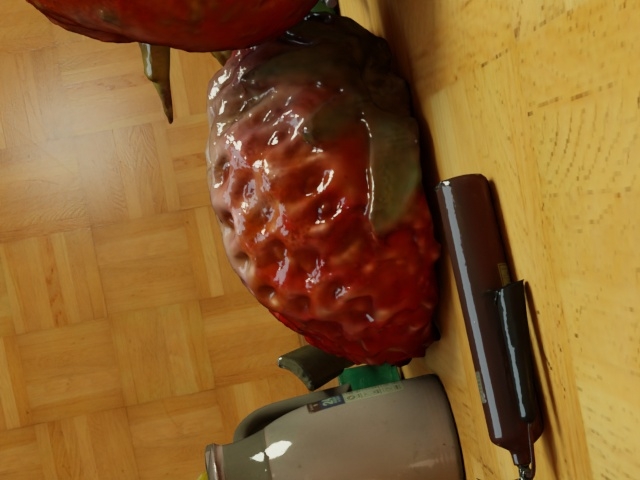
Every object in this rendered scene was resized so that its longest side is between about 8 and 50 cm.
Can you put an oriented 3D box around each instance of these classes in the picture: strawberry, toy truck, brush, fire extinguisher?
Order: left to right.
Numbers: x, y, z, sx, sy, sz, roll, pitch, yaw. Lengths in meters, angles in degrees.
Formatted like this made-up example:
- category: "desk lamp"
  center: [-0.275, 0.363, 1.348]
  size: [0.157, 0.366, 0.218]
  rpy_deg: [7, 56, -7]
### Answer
- category: "strawberry"
  center: [-0.005, -0.013, 0.843]
  size: [0.336, 0.149, 0.265]
  rpy_deg: [84, 172, -55]
- category: "brush"
  center: [0.017, 0.098, 1.003]
  size: [0.036, 0.043, 0.248]
  rpy_deg: [-65, -15, 9]
- category: "toy truck"
  center: [0.061, 0.192, 1.010]
  size: [0.147, 0.065, 0.079]
  rpy_deg: [-106, 6, -51]
- category: "fire extinguisher"
  center: [0.094, 0.049, 0.550]
  size: [0.049, 0.035, 0.173]
  rpy_deg: [-20, 79, 46]

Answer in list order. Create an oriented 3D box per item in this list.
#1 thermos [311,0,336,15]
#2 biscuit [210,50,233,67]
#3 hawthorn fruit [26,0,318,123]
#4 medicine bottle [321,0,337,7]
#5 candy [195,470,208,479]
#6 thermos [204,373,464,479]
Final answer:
- category: "thermos"
  center: [-0.016, -0.223, 1.015]
  size: [0.073, 0.083, 0.187]
  rpy_deg: [3, 105, 54]
- category: "biscuit"
  center: [-0.103, -0.248, 1.133]
  size: [0.283, 0.064, 0.432]
  rpy_deg: [-100, -14, -48]
- category: "hawthorn fruit"
  center: [-0.088, -0.240, 0.662]
  size: [0.261, 0.258, 0.258]
  rpy_deg: [-61, -2, -10]
- category: "medicine bottle"
  center: [-0.011, -0.256, 0.897]
  size: [0.057, 0.058, 0.199]
  rpy_deg: [85, 173, -50]
- category: "candy"
  center: [-0.023, 0.324, 1.161]
  size: [0.118, 0.260, 0.260]
  rpy_deg: [93, 167, -49]
- category: "thermos"
  center: [0.004, 0.168, 0.860]
  size: [0.137, 0.193, 0.105]
  rpy_deg: [-108, 7, -59]
